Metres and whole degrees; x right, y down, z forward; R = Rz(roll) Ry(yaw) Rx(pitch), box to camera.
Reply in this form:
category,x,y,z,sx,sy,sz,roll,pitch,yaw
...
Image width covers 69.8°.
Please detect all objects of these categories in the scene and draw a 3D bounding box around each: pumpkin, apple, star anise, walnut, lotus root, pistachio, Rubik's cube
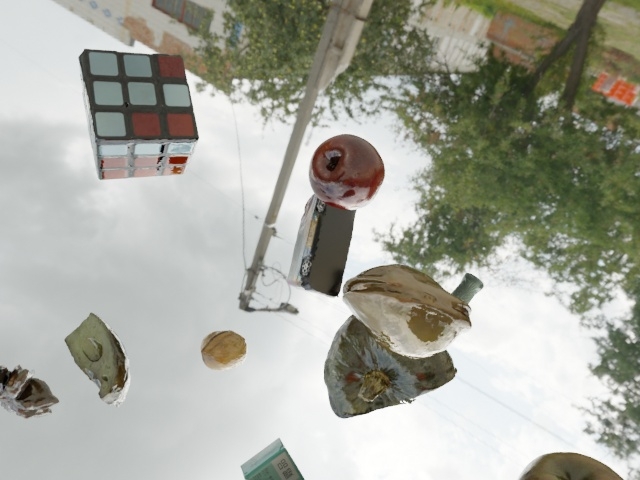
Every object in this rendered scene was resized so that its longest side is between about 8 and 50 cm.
category,x,y,z,sx,sy,sz,roll,pitch,yaw
pumpkin,0.132,0.283,1.106,0.232,0.325,0.242,63,-161,5
apple,0.402,0.444,0.724,0.188,0.173,0.188,-3,-166,1
star anise,-0.682,0.340,1.023,0.197,0.212,0.073,55,-148,-32
walnut,-0.326,0.372,1.552,0.144,0.144,0.180,45,-164,34
apple,0.075,-0.194,1.315,0.201,0.218,0.218,15,-154,-48
lotus root,-0.708,0.383,1.511,0.142,0.210,0.314,-37,-104,-17
pistachio,0.137,0.121,0.830,0.260,0.213,0.162,32,-126,-35
Rubik's cube,-0.312,-0.208,0.785,0.163,0.160,0.162,-7,-101,-26

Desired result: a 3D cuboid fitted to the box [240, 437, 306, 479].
category,x,y,z,sx,sy,sz,roll,pitch,yaw
box,-0.124,0.773,1.436,0.153,0.245,0.092,-30,-172,-17

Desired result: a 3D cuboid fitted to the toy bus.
category,x,y,z,sx,sy,sz,roll,pitch,yaw
toy bus,0.000,0.000,1.623,0.171,0.386,0.162,23,164,-37

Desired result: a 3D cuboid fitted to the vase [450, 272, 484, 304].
category,x,y,z,sx,sy,sz,roll,pitch,yaw
vase,0.450,0.211,1.526,0.096,0.219,0.096,40,174,5
